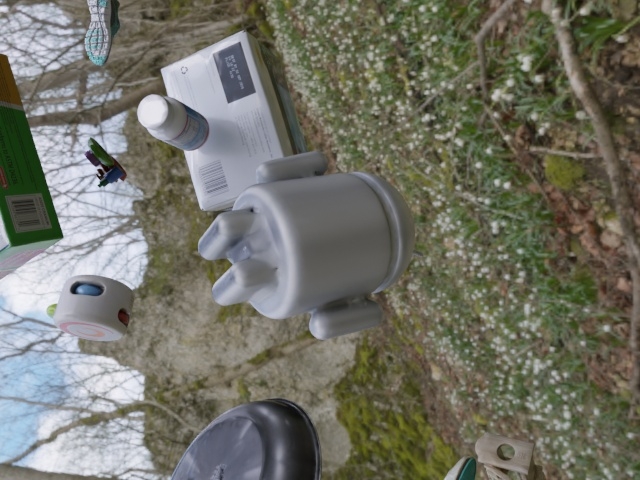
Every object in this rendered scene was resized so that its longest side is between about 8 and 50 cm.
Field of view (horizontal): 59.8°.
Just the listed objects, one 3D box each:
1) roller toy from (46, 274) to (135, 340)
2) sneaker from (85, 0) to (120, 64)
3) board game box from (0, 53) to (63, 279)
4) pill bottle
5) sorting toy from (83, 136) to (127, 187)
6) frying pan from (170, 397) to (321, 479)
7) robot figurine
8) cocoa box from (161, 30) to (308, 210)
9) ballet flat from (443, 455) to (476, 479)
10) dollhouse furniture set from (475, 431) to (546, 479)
[{"bbox_3d":[-0.612,0.181,1.524,0.209,0.191,0.146,31,-127,-38],"label":"roller toy"},{"bbox_3d":[-0.484,-0.481,1.264,0.076,0.065,0.166,-21,-59,-73],"label":"sneaker"},{"bbox_3d":[-0.473,-0.063,0.733,0.064,0.317,0.242,-14,-96,-52],"label":"board game box"},{"bbox_3d":[-0.296,-0.238,1.122,0.160,0.087,0.087,15,-104,-75],"label":"pill bottle"},{"bbox_3d":[-0.332,-0.110,0.846,0.042,0.061,0.102,-39,-18,-6],"label":"sorting toy"},{"bbox_3d":[-0.051,0.243,0.447,0.053,0.326,0.197,42,-99,-29],"label":"frying pan"},{"bbox_3d":[0.000,0.000,0.854,0.354,0.200,0.299,-10,-102,-32],"label":"robot figurine"},{"bbox_3d":[-0.182,-0.264,1.323,0.228,0.232,0.347,-10,-97,-74],"label":"cocoa box"},{"bbox_3d":[0.206,0.424,0.899,0.057,0.052,0.168,52,-129,-35],"label":"ballet flat"},{"bbox_3d":[0.349,0.484,1.051,0.161,0.101,0.182,-61,-42,-33],"label":"dollhouse furniture set"}]
